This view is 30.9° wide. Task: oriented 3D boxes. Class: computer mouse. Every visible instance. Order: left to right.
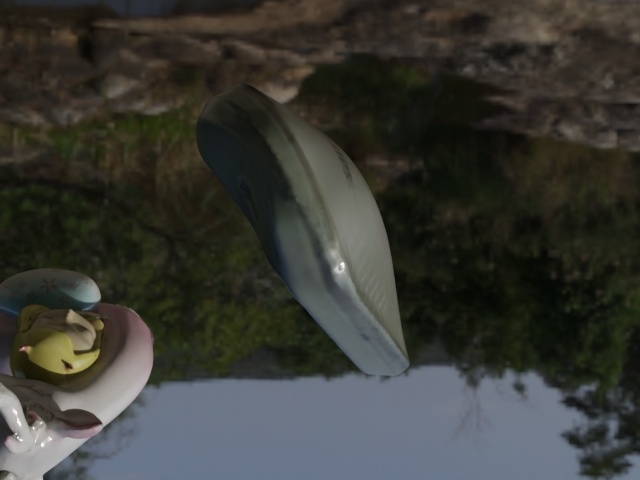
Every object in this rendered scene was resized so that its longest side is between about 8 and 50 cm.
[{"bbox_3d":[0.006,-0.003,0.911,0.095,0.197,0.331,-31,154,3],"label":"computer mouse"}]

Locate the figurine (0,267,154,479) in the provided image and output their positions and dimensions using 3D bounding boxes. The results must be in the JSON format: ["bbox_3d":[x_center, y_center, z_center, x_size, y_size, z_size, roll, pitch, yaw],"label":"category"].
[{"bbox_3d":[-0.316,0.137,1.073,0.284,0.206,0.316,28,-167,-10],"label":"figurine"}]
